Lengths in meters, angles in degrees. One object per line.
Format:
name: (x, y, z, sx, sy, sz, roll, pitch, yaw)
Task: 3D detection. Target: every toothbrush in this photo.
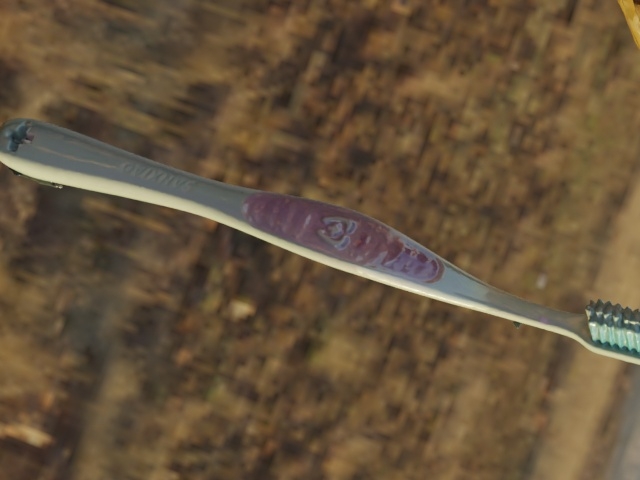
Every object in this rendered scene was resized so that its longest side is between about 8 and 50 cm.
toothbrush: (0.000, 0.000, 0.525, 0.022, 0.204, 0.017, 77, 35, -55)

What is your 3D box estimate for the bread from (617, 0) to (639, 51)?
bread: (0.171, -0.092, 0.523, 0.104, 0.199, 0.199, 59, 41, -29)
